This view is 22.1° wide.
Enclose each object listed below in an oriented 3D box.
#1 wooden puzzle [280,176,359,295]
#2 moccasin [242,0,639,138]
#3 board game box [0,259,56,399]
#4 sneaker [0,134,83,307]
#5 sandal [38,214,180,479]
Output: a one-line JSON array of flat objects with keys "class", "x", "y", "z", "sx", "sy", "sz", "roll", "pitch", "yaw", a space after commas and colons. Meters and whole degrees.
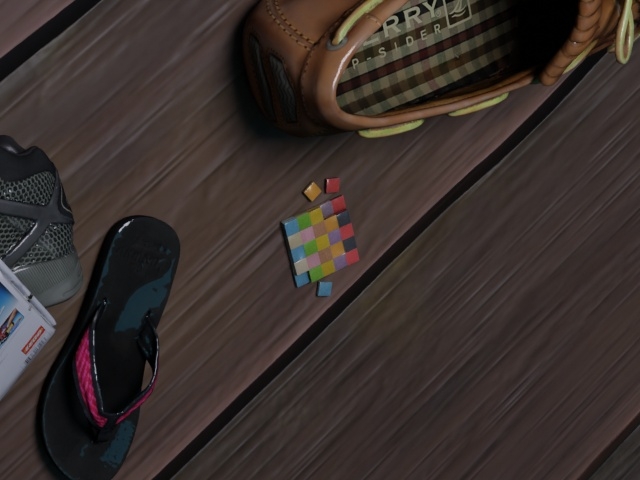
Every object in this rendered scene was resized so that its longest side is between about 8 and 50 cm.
[{"class": "wooden puzzle", "x": 0.000, "y": 0.000, "z": 1.103, "sx": 0.049, "sy": 0.006, "sz": 0.083, "roll": -25, "pitch": 117, "yaw": -23}, {"class": "moccasin", "x": 0.137, "y": -0.164, "z": 1.049, "sx": 0.380, "sy": 0.147, "sz": 0.139, "roll": -19, "pitch": 115, "yaw": -26}, {"class": "board game box", "x": -0.252, "y": 0.131, "z": 0.785, "sx": 0.053, "sy": 0.193, "sz": 0.305, "roll": 37, "pitch": 79, "yaw": 7}, {"class": "sneaker", "x": -0.243, "y": -0.008, "z": 0.903, "sx": 0.228, "sy": 0.087, "sz": 0.130, "roll": -16, "pitch": 112, "yaw": -30}, {"class": "sandal", "x": -0.128, "y": 0.073, "z": 1.025, "sx": 0.067, "sy": 0.040, "sz": 0.179, "roll": 12, "pitch": 99, "yaw": -34}]
